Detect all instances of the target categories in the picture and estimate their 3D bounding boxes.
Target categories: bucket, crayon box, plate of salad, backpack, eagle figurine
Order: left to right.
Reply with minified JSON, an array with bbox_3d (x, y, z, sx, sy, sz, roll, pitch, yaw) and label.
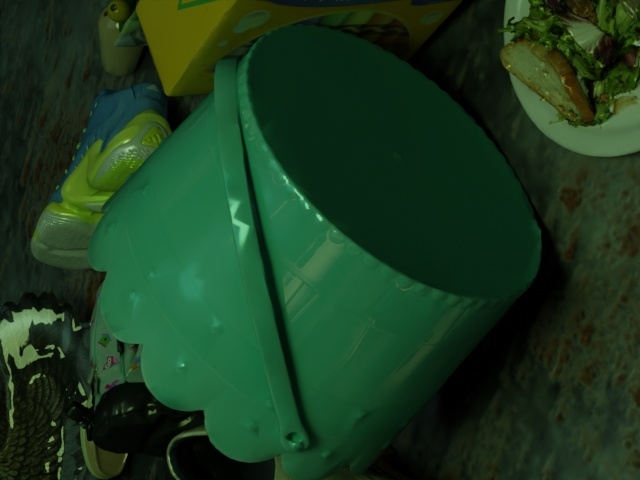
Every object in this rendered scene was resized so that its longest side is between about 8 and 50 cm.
[{"bbox_3d":[-0.310,0.226,1.420,0.226,0.225,0.298,4,52,13],"label":"eagle figurine"},{"bbox_3d":[-0.130,0.091,1.222,0.115,0.152,0.182,-36,47,37],"label":"backpack"},{"bbox_3d":[0.000,0.000,0.966,0.183,0.281,0.281,-49,51,33],"label":"bucket"},{"bbox_3d":[0.009,-0.194,0.982,0.323,0.203,0.083,-44,61,52],"label":"crayon box"},{"bbox_3d":[0.184,-0.154,0.915,0.200,0.048,0.199,-8,80,51],"label":"plate of salad"}]

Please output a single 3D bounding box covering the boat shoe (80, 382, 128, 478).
[{"bbox_3d":[-0.196,0.161,1.354,0.045,0.050,0.135,0,87,56],"label":"boat shoe"}]

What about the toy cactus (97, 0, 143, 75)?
[{"bbox_3d":[-0.174,-0.238,1.346,0.219,0.112,0.180,58,148,33],"label":"toy cactus"}]

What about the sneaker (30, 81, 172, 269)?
[{"bbox_3d":[-0.203,-0.066,1.376,0.240,0.091,0.126,-37,41,44],"label":"sneaker"}]

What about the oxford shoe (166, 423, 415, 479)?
[{"bbox_3d":[0.035,0.227,0.985,0.397,0.147,0.140,20,102,50],"label":"oxford shoe"}]
